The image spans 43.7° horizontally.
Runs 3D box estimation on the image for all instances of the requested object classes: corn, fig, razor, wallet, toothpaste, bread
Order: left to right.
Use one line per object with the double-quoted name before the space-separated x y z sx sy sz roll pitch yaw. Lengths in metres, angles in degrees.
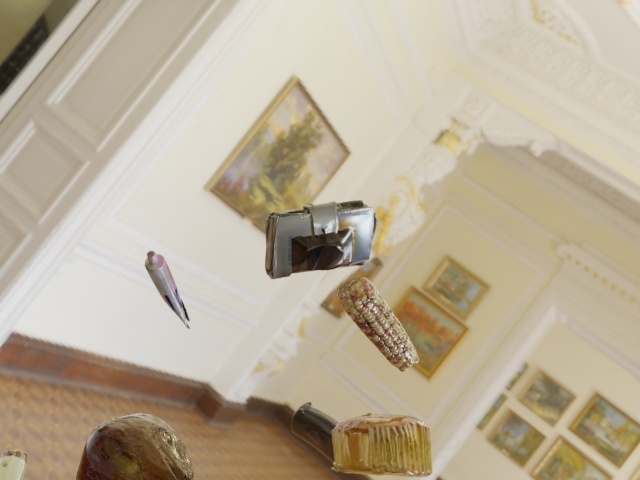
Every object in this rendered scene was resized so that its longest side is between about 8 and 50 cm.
"fig" -0.246 0.359 1.236 0.290 0.191 0.190 -9 -31 31
"toothpaste" -0.213 0.068 1.110 0.045 0.028 0.170 43 -21 31
"wallet" 0.000 0.000 1.652 0.231 0.170 0.069 -7 35 -22
"razor" 0.004 0.424 1.759 0.148 0.090 0.054 29 30 28
"bread" 0.105 0.356 1.393 0.132 0.114 0.190 11 -21 -39
"corn" 0.118 0.166 1.552 0.237 0.079 0.079 51 -7 -24

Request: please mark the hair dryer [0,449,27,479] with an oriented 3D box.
"hair dryer" -0.654 0.565 1.615 0.362 0.128 0.203 -96 174 -53
